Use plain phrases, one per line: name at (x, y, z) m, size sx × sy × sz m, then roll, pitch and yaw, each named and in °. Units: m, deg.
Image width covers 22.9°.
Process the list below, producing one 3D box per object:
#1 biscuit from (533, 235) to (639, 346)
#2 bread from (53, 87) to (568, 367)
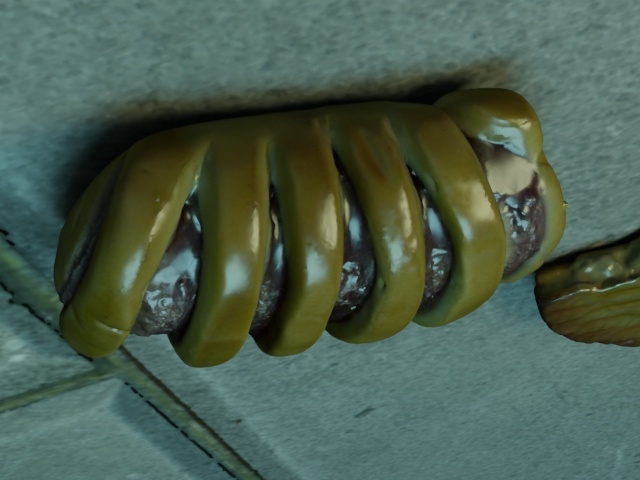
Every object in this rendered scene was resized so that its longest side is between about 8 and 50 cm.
biscuit at (0.228, 0.012, 0.890) m, size 0.228 × 0.031 × 0.176 m, roll 2°, pitch 150°, yaw -29°
bread at (0.000, 0.000, 0.674) m, size 0.225 × 0.081 × 0.134 m, roll -7°, pitch 153°, yaw -16°
